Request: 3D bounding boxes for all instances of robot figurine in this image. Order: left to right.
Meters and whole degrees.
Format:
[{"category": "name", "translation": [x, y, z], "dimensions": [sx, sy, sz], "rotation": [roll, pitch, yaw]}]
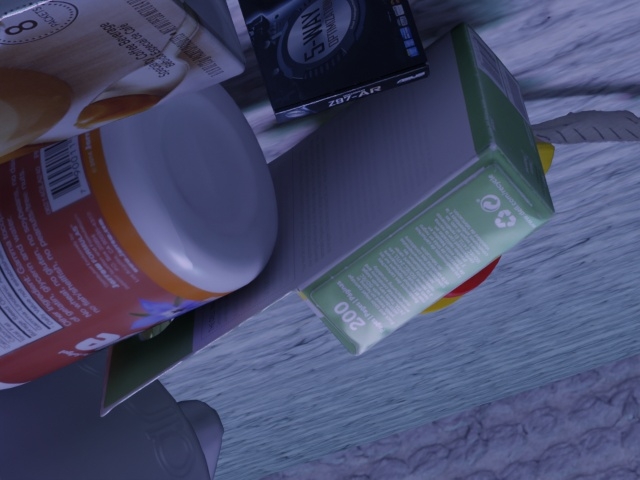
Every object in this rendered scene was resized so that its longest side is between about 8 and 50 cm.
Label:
[{"category": "robot figurine", "translation": [-0.196, 0.168, 1.090], "dimensions": [0.300, 0.199, 0.353], "rotation": [19, -159, 25]}]

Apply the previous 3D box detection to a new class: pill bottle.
[{"category": "pill bottle", "translation": [-0.138, 0.002, 0.972], "dimensions": [0.216, 0.121, 0.121], "rotation": [-24, 166, 29]}]

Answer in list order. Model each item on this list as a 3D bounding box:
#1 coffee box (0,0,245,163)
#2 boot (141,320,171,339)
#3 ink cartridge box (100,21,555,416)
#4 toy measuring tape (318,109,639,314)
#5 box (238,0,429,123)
[{"category": "coffee box", "translation": [-0.166, -0.071, 0.656], "dimensions": [0.247, 0.098, 0.141], "rotation": [-19, 167, 9]}, {"category": "boot", "translation": [-0.238, 0.084, 1.279], "dimensions": [0.203, 0.095, 0.262], "rotation": [-4, 164, -43]}, {"category": "ink cartridge box", "translation": [0.000, 0.000, 0.998], "dimensions": [0.235, 0.056, 0.171], "rotation": [-36, -158, 15]}, {"category": "toy measuring tape", "translation": [0.098, -0.019, 1.206], "dimensions": [0.330, 0.121, 0.121], "rotation": [-6, 163, -42]}, {"category": "box", "translation": [0.001, -0.097, 0.812], "dimensions": [0.067, 0.083, 0.018], "rotation": [-17, 169, 1]}]
